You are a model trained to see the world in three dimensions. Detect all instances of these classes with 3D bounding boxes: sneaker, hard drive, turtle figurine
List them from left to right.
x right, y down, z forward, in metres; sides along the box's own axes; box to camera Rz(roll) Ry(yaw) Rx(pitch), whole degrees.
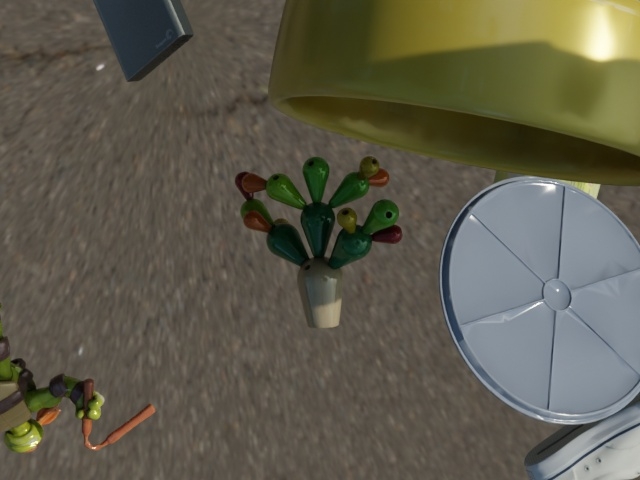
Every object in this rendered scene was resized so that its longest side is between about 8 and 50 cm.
[{"bbox_3d":[-0.320,0.147,1.579,0.269,0.087,0.217,-15,130,8],"label":"turtle figurine"},{"bbox_3d":[-0.181,-0.237,1.522,0.094,0.022,0.135,-33,76,39],"label":"hard drive"},{"bbox_3d":[0.377,0.238,1.903,0.258,0.094,0.091,-34,101,14],"label":"sneaker"}]

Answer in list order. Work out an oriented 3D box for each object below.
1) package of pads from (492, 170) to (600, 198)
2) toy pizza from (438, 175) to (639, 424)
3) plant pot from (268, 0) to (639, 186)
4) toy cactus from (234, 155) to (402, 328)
[{"bbox_3d":[0.286,-0.134,1.870,0.101,0.229,0.297,13,94,-2],"label":"package of pads"},{"bbox_3d":[0.178,0.047,1.216,0.201,0.032,0.201,9,68,-22],"label":"toy pizza"},{"bbox_3d":[0.113,-0.172,0.929,0.254,0.254,0.239,12,87,-7],"label":"plant pot"},{"bbox_3d":[0.000,0.000,1.648,0.219,0.112,0.181,1,98,32],"label":"toy cactus"}]
